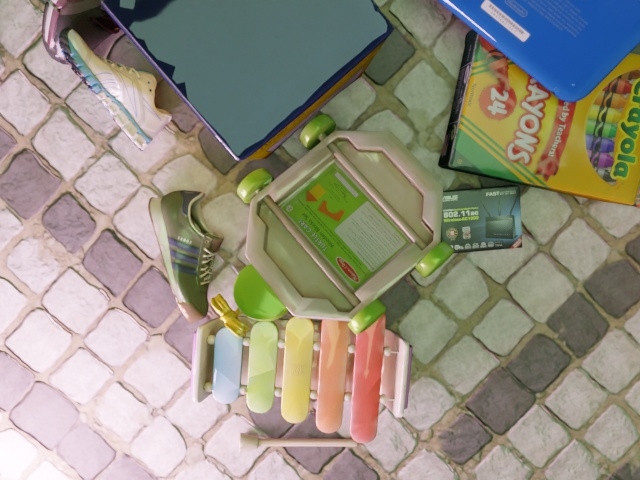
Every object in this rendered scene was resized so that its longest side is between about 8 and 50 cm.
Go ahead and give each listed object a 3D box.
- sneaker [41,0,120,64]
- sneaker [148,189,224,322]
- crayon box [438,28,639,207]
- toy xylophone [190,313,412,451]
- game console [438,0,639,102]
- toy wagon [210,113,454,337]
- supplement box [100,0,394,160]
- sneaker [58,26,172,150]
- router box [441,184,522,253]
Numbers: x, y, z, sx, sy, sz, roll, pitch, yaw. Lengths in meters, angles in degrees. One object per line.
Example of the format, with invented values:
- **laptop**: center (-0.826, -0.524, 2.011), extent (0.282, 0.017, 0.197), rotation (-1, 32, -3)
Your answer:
- **sneaker**: center (-0.238, -0.320, 0.824), extent (0.162, 0.106, 0.281), rotation (39, 105, 5)
- **sneaker**: center (-0.179, 0.018, 0.908), extent (0.086, 0.064, 0.192), rotation (-17, 94, 6)
- **crayon box**: center (0.347, -0.170, 0.886), extent (0.318, 0.081, 0.202), rotation (11, 96, -2)
- **toy xylophone**: center (-0.026, 0.211, 0.926), extent (0.322, 0.081, 0.236), rotation (-4, 97, 0)
- **game console**: center (0.307, -0.375, 0.815), extent (0.293, 0.173, 0.250), rotation (38, 123, -3)
- **toy wagon**: center (0.000, 0.000, 0.868), extent (0.344, 0.068, 0.267), rotation (-40, 76, -1)
- **supplement box**: center (-0.069, -0.226, 0.734), extent (0.194, 0.356, 0.195), rotation (-40, 97, 4)
- **sneaker**: center (-0.273, -0.217, 0.855), extent (0.083, 0.071, 0.191), rotation (-41, 135, -8)
- **router box**: center (0.231, -0.031, 0.921), extent (0.122, 0.038, 0.092), rotation (-5, 96, 0)
